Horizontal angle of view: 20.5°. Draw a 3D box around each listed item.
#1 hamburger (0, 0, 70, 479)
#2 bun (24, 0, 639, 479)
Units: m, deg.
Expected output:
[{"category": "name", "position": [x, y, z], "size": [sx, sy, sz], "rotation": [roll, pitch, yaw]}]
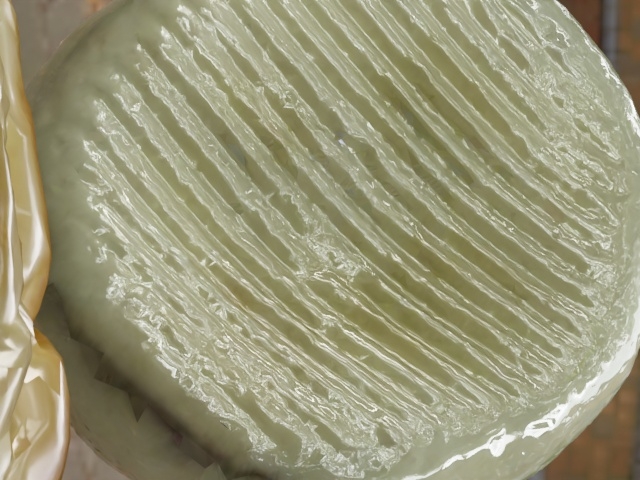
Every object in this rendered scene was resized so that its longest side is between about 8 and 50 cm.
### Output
[{"category": "hamburger", "position": [-0.206, 0.000, 0.360], "size": [0.174, 0.284, 0.305], "rotation": [51, 23, -65]}, {"category": "bun", "position": [0.000, 0.000, 0.595], "size": [0.127, 0.222, 0.222], "rotation": [135, -40, -77]}]
